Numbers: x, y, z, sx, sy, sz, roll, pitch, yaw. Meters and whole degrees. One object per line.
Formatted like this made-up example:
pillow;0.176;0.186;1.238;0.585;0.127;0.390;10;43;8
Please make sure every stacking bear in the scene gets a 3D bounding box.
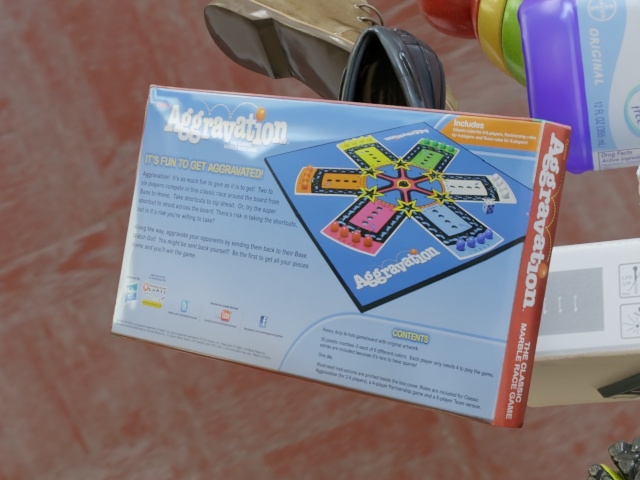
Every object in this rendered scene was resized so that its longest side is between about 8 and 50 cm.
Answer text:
stacking bear;0.211;-0.219;1.811;0.289;0.175;0.164;25;91;39

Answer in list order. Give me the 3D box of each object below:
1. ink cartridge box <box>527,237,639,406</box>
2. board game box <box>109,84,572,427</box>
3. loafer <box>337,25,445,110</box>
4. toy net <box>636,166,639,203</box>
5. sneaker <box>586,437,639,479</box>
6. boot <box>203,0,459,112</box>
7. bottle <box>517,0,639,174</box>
ink cartridge box;0.250;0.049;1.060;0.296;0.261;0.066;-6;75;24
board game box;0.000;0.000;1.002;0.281;0.027;0.145;10;91;44
loafer;0.038;-0.021;1.185;0.076;0.078;0.223;-5;77;25
toy net;0.323;0.004;1.700;0.122;0.045;0.232;-40;59;51
sneaker;0.265;0.352;1.673;0.134;0.146;0.343;19;83;54
boot;0.030;-0.191;1.876;0.305;0.115;0.112;31;150;34
bottle;0.261;-0.110;1.150;0.283;0.092;0.118;-6;92;9
